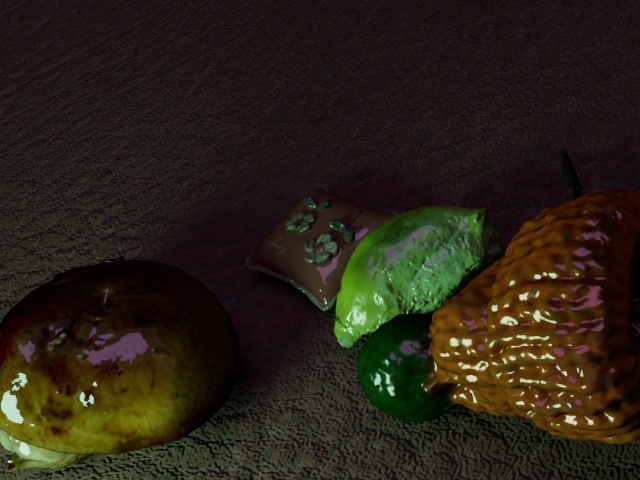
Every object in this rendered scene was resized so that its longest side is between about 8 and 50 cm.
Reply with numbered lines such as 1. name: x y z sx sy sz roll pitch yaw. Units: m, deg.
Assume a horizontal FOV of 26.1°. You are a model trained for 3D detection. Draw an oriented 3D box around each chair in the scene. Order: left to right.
1. chair: 0.367 -0.037 1.742 0.101 0.084 0.212 -15 44 20

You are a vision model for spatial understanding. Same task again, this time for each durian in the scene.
1. durian: 0.115 0.034 1.794 0.250 0.101 0.139 -27 43 2

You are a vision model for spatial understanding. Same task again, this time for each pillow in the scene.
1. pillow: 0.000 0.000 1.908 0.179 0.075 0.171 24 65 43

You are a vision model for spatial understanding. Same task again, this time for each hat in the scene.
1. hat: 0.247 0.119 1.598 0.400 0.285 0.285 -24 34 48

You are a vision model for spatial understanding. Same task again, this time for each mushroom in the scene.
1. mushroom: -0.281 0.171 1.833 0.345 0.259 0.345 2 32 -1
